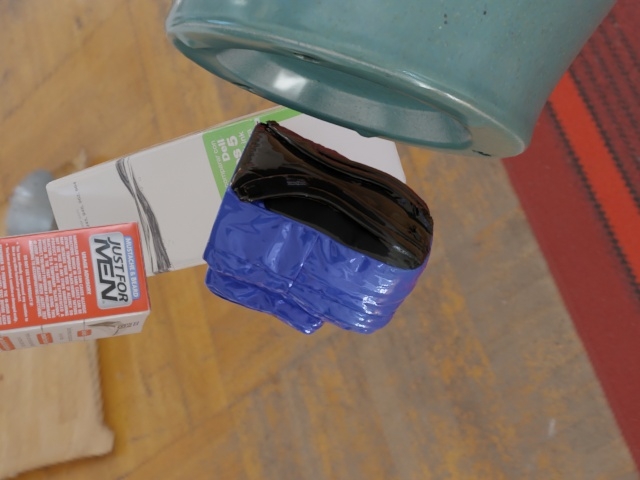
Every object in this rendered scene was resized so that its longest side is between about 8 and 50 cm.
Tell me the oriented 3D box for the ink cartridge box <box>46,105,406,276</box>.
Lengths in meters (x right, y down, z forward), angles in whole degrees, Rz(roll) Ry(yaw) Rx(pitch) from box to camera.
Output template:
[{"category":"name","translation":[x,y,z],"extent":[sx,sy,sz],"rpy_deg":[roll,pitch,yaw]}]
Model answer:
[{"category":"ink cartridge box","translation":[-0.090,-0.052,1.062],"extent":[0.273,0.198,0.114],"rpy_deg":[-12,99,36]}]

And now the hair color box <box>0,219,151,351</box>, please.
[{"category":"hair color box","translation":[-0.178,0.031,0.595],"extent":[0.093,0.167,0.053],"rpy_deg":[137,125,-74]}]

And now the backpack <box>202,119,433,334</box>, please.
[{"category":"backpack","translation":[0.000,0.000,0.653],"extent":[0.098,0.120,0.101],"rpy_deg":[-74,6,-50]}]

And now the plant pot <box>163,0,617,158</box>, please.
[{"category":"plant pot","translation":[0.048,-0.184,0.542],"extent":[0.272,0.272,0.255],"rpy_deg":[16,87,45]}]
